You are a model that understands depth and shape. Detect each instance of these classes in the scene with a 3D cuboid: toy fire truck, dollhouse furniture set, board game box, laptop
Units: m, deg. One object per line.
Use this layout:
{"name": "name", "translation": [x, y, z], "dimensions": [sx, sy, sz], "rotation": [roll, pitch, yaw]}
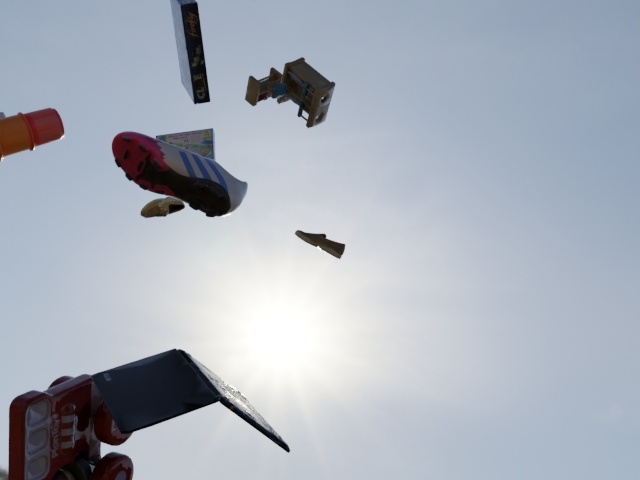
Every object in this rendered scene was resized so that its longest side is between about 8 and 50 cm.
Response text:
{"name": "toy fire truck", "translation": [-0.491, 0.405, 1.581], "dimensions": [0.169, 0.302, 0.254], "rotation": [12, 13, 25]}
{"name": "dollhouse furniture set", "translation": [-0.082, -0.359, 2.139], "dimensions": [0.129, 0.184, 0.129], "rotation": [42, -40, 24]}
{"name": "board game box", "translation": [-0.318, -0.473, 2.031], "dimensions": [0.042, 0.165, 0.243], "rotation": [-12, -58, -14]}
{"name": "board game box", "translation": [-0.352, -0.236, 2.183], "dimensions": [0.154, 0.103, 0.026], "rotation": [-7, -32, 2]}
{"name": "laptop", "translation": [-0.221, 0.289, 1.414], "dimensions": [0.264, 0.136, 0.234], "rotation": [44, -7, -30]}

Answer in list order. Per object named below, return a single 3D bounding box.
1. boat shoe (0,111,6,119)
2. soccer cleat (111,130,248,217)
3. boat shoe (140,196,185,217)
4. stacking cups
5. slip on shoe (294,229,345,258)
{"name": "boat shoe", "translation": [-0.957, -0.289, 2.184], "dimensions": [0.277, 0.096, 0.098], "rotation": [-10, -4, -30]}
{"name": "soccer cleat", "translation": [-0.318, -0.155, 1.911], "dimensions": [0.331, 0.143, 0.116], "rotation": [29, -60, 12]}
{"name": "boat shoe", "translation": [-0.437, -0.090, 2.333], "dimensions": [0.045, 0.135, 0.050], "rotation": [43, -42, 25]}
{"name": "stacking cups", "translation": [-0.619, -0.164, 1.505], "dimensions": [0.096, 0.316, 0.096], "rotation": [34, -47, 45]}
{"name": "slip on shoe", "translation": [0.000, 0.000, 2.077], "dimensions": [0.135, 0.041, 0.051], "rotation": [27, 1, 23]}
